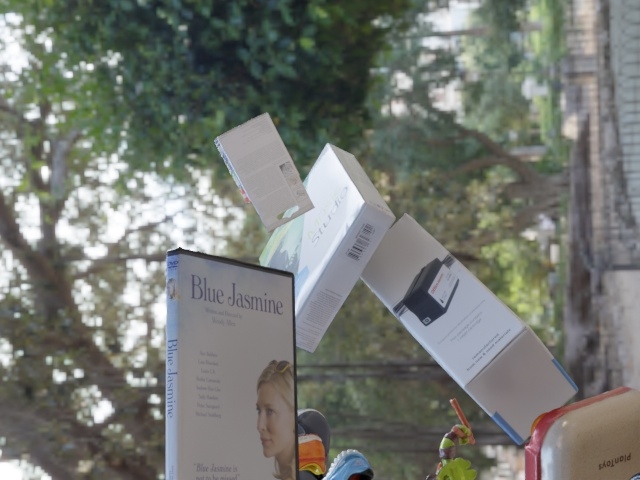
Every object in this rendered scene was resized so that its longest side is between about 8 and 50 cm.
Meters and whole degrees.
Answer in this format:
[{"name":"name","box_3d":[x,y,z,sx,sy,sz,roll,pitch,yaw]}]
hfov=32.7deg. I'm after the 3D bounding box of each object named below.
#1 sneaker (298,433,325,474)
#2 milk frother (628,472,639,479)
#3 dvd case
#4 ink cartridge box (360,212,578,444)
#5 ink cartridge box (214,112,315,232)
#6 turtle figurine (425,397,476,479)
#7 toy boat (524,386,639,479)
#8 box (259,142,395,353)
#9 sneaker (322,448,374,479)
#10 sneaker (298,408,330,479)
[{"name":"sneaker","box_3d":[-0.073,0.296,1.409,0.064,0.175,0.067,131,128,-69]},{"name":"milk frother","box_3d":[0.318,0.305,1.162,0.135,0.143,0.129,-60,31,13]},{"name":"dvd case","box_3d":[-0.087,0.144,1.115,0.180,0.022,0.253,14,-111,-49]},{"name":"ink cartridge box","box_3d":[0.215,0.131,1.652,0.223,0.129,0.307,44,-178,-46]},{"name":"ink cartridge box","box_3d":[-0.060,-0.071,1.169,0.115,0.063,0.029,63,167,-3]},{"name":"turtle figurine","box_3d":[0.206,0.380,1.703,0.217,0.087,0.270,71,-162,-80]},{"name":"toy boat","box_3d":[0.349,0.274,1.480,0.151,0.231,0.151,17,113,55]},{"name":"box","box_3d":[0.000,0.000,1.648,0.232,0.058,0.322,-59,17,12]},{"name":"sneaker","box_3d":[0.022,0.401,1.690,0.063,0.073,0.162,41,-98,-33]},{"name":"sneaker","box_3d":[-0.042,0.429,1.895,0.126,0.127,0.321,46,-128,-23]}]
